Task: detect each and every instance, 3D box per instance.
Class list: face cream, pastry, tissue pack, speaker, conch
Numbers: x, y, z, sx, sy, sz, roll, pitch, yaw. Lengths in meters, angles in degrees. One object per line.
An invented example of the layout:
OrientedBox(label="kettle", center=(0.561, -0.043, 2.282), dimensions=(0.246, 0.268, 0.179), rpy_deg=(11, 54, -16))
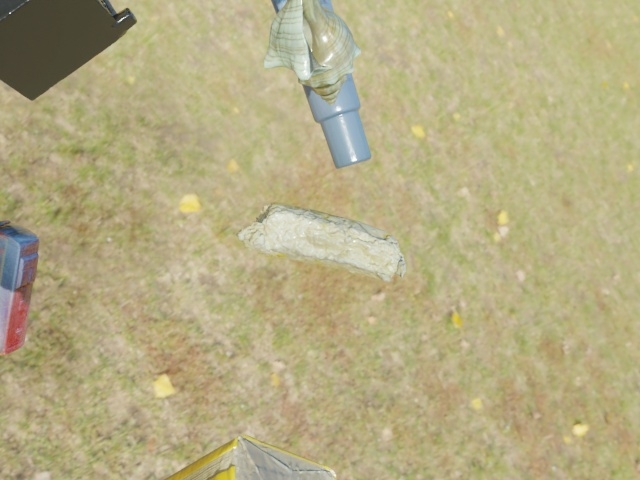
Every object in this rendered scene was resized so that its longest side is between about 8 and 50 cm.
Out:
OrientedBox(label="face cream", center=(0.001, -0.318, 1.464), dimensions=(0.135, 0.086, 0.386), rpy_deg=(-20, 93, -31))
OrientedBox(label="pastry", center=(0.001, 0.001, 1.280), dimensions=(0.258, 0.121, 0.089), rpy_deg=(15, 85, -6))
OrientedBox(label="tissue pack", center=(-0.186, 0.584, 1.662), dimensions=(0.293, 0.382, 0.228), rpy_deg=(30, 39, -35))
OrientedBox(label="speaker", center=(-0.492, -0.411, 1.416), dimensions=(0.184, 0.254, 0.232), rpy_deg=(56, 3, 16))
OrientedBox(label="conch", center=(-0.026, -0.263, 1.115), dimensions=(0.234, 0.114, 0.137), rpy_deg=(34, 57, -53))

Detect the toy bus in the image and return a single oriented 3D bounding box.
OrientedBox(label="toy bus", center=(-0.463, 0.071, 1.216), dimensions=(0.077, 0.192, 0.065), rpy_deg=(17, 15, 12))
